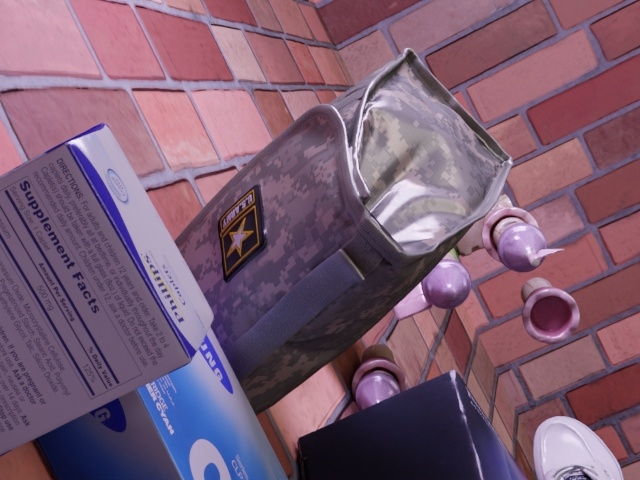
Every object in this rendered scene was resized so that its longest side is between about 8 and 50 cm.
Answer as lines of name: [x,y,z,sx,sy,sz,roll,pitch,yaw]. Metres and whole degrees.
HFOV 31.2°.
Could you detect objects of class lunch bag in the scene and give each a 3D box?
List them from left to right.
lunch bag: [0.000,0.000,0.913,0.169,0.235,0.287,46,30,-5]

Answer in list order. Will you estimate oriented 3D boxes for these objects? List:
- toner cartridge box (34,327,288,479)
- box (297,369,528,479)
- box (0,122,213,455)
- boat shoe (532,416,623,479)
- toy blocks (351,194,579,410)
toner cartridge box: [-0.077,0.174,0.735,0.348,0.075,0.165,63,12,-3]
box: [0.132,0.332,1.029,0.296,0.182,0.294,55,14,-35]
box: [-0.147,0.027,0.600,0.126,0.137,0.072,62,12,-9]
boat shoe: [0.266,0.254,1.133,0.076,0.083,0.226,56,10,-43]
toy blocks: [0.113,0.025,1.296,0.260,0.288,0.309,-75,141,-79]
